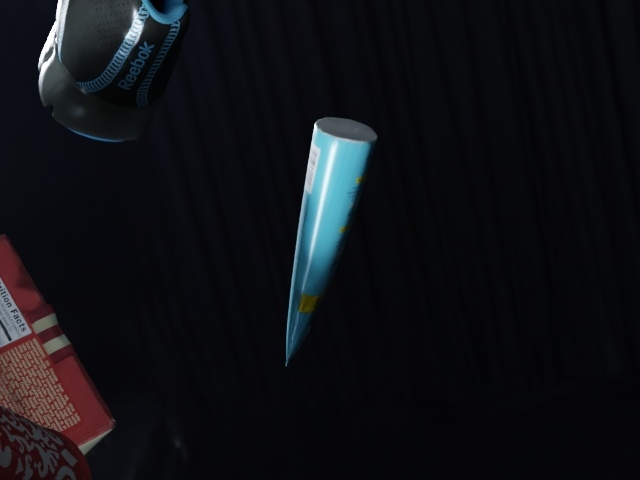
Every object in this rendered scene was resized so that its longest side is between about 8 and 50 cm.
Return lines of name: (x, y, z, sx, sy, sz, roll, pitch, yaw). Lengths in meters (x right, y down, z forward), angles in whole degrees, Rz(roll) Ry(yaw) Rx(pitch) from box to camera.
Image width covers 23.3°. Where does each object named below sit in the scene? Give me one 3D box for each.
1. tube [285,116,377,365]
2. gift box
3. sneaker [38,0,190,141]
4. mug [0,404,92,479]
tube: (0.000, 0.000, 1.308, 0.052, 0.207, 0.080, 19, -155, 13)
gift box: (-0.393, 0.169, 1.492, 0.276, 0.255, 0.258, -22, 168, -31)
sneaker: (-0.152, -0.240, 1.236, 0.125, 0.140, 0.341, 11, -131, -29)
mug: (-0.231, 0.168, 1.111, 0.150, 0.169, 0.113, 10, -110, 18)
